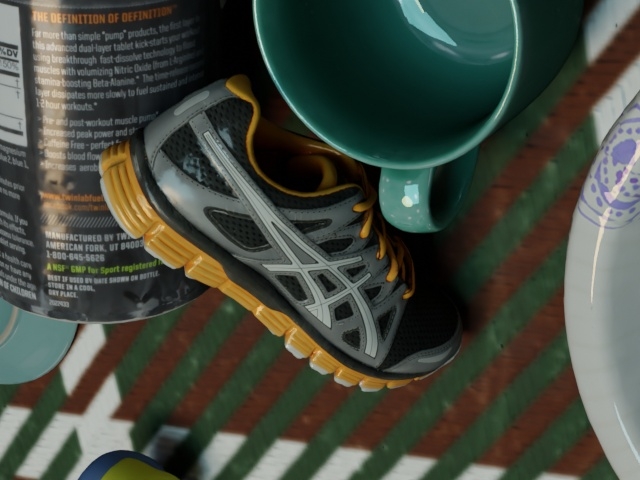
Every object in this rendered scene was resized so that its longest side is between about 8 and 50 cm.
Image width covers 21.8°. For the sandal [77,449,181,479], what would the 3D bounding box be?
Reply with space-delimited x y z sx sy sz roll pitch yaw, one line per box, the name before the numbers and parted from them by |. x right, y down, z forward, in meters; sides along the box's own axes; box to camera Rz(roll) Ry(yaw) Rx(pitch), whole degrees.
sandal | -0.155 0.255 1.038 0.138 0.126 0.317 28 125 24

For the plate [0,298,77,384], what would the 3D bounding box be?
plate | -0.228 0.009 1.018 0.188 0.024 0.188 15 120 28

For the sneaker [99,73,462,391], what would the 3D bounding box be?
sneaker | 0.000 0.000 0.783 0.215 0.084 0.083 32 116 -35

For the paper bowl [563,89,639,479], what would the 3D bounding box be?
paper bowl | 0.248 0.018 0.630 0.284 0.148 0.284 15 122 27

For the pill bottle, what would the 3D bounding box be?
pill bottle | -0.110 -0.092 0.821 0.130 0.130 0.245 17 122 25

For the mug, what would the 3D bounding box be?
mug | 0.044 -0.099 0.737 0.129 0.097 0.157 39 129 10
